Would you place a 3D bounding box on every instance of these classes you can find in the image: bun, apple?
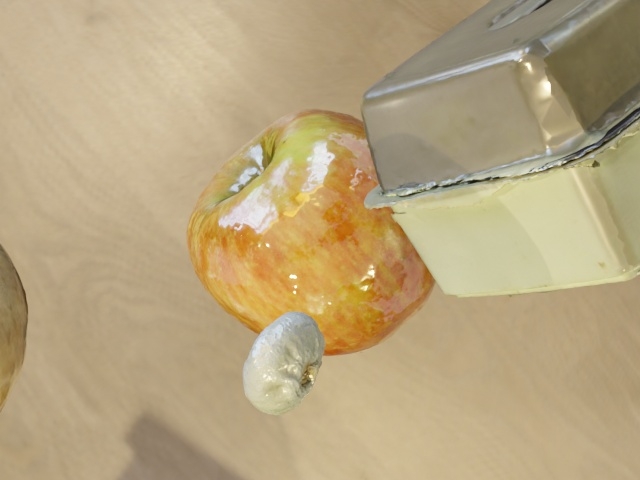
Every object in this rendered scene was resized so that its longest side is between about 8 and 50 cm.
[{"bbox_3d":[-0.025,0.097,1.107,0.045,0.083,0.083,27,103,23],"label":"bun"},{"bbox_3d":[0.000,0.000,1.629,0.277,0.309,0.250,-39,112,18],"label":"apple"}]

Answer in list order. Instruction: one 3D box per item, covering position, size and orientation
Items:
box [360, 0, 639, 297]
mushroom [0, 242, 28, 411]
[{"bbox_3d":[0.182,-0.094,0.972,0.220,0.290,0.166,-8,114,52],"label":"box"},{"bbox_3d":[-0.224,0.047,0.683,0.166,0.166,0.127,14,141,9],"label":"mushroom"}]
